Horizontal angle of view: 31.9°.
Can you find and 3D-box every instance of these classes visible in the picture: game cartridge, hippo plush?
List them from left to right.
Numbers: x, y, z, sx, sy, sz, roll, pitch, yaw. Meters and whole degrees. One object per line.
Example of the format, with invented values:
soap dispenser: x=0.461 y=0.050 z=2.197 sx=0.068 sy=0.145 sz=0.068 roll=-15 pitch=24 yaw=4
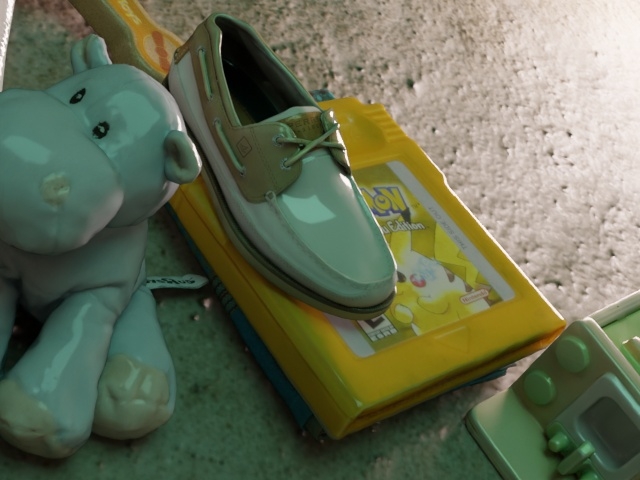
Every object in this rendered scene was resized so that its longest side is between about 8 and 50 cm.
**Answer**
hippo plush: x=-0.162 y=0.002 z=0.816 sx=0.294 sy=0.237 sz=0.234 roll=-21 pitch=64 yaw=-42
game cartridge: x=0.033 y=0.001 z=1.021 sx=0.285 sy=0.053 sz=0.324 roll=-16 pitch=60 yaw=-40

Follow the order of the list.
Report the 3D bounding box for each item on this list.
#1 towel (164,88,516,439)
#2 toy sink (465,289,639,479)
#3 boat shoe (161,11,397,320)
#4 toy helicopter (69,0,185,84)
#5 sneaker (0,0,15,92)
towel: x=0.000 y=0.000 z=1.067 sx=0.271 sy=0.040 sz=0.370 roll=-13 pitch=59 yaw=-40
toy sink: x=0.276 y=0.151 z=1.029 sx=0.234 sy=0.131 sz=0.153 roll=-17 pitch=61 yaw=-40
boat shoe: x=-0.034 y=-0.067 z=0.939 sx=0.113 sy=0.103 sz=0.302 roll=-20 pitch=60 yaw=-41
toy helicopter: x=-0.245 y=-0.288 z=1.144 sx=0.355 sy=0.140 sz=0.235 roll=51 pitch=35 yaw=3
sneaker: x=-0.398 y=-0.176 z=0.948 sx=0.236 sy=0.130 sz=0.323 roll=4 pitch=65 yaw=1
